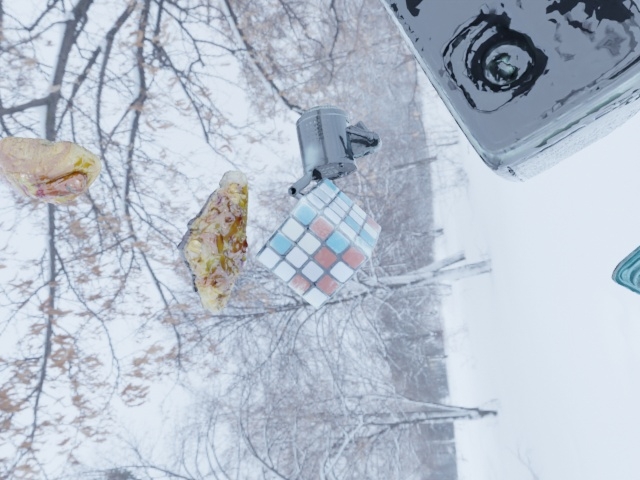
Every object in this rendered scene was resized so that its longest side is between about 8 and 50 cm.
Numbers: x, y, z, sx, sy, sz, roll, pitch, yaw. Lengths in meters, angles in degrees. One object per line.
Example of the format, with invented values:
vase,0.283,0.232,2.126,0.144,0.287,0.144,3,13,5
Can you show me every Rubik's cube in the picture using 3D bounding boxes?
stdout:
Rubik's cube,0.000,0.001,1.261,0.256,0.253,0.259,41,-156,-5

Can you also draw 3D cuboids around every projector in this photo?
projector,0.295,-0.310,0.644,0.405,0.242,0.395,-8,-113,-60

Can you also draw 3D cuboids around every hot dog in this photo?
hot dog,-0.722,-0.178,1.087,0.150,0.256,0.153,63,-146,-74

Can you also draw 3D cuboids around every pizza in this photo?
pizza,-0.274,0.005,1.142,0.277,0.113,0.409,20,-100,-78

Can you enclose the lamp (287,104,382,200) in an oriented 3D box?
lamp,0.010,-0.349,1.517,0.272,0.374,0.205,62,-169,13

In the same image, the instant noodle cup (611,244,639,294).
instant noodle cup,0.498,0.044,0.517,0.157,0.179,0.070,-60,6,32
